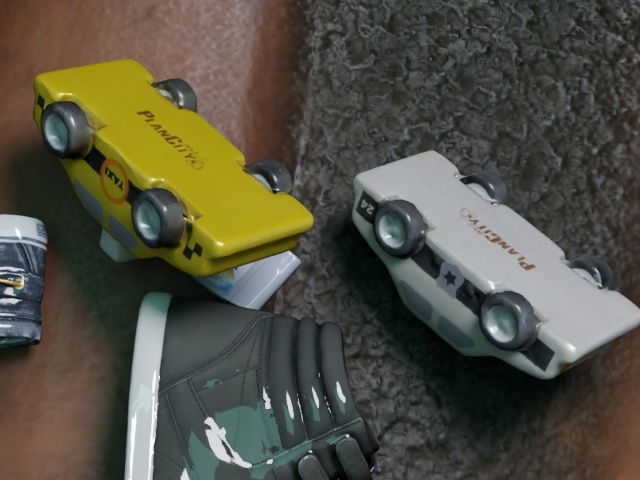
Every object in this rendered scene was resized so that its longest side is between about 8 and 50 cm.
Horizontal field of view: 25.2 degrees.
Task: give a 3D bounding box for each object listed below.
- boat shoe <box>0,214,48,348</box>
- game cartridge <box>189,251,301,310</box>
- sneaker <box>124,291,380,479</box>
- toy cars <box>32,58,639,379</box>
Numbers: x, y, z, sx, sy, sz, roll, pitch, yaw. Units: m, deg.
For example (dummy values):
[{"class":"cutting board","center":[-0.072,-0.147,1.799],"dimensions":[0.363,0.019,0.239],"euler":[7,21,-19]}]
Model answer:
[{"class":"boat shoe","center":[-0.265,0.030,0.906],"dimensions":[0.183,0.065,0.083],"euler":[-3,74,-2]},{"class":"game cartridge","center":[-0.061,0.008,0.940],"dimensions":[0.083,0.017,0.056],"euler":[40,82,9]},{"class":"sneaker","center":[-0.037,0.171,0.851],"dimensions":[0.147,0.104,0.295],"euler":[-2,71,4]},{"class":"toy cars","center":[0.000,0.000,0.889],"dimensions":[0.394,0.087,0.176],"euler":[17,34,-5]}]
